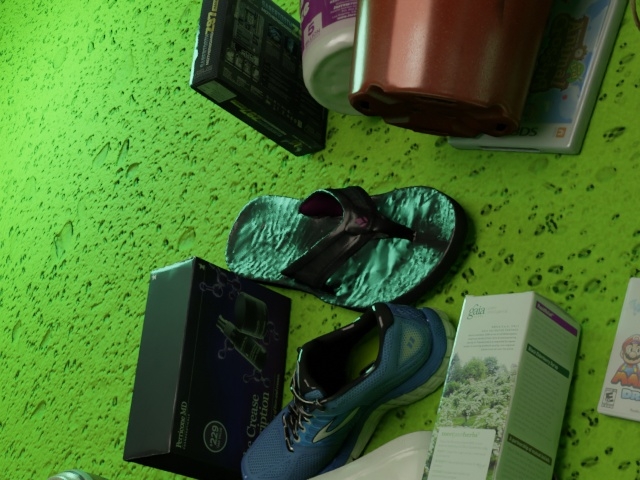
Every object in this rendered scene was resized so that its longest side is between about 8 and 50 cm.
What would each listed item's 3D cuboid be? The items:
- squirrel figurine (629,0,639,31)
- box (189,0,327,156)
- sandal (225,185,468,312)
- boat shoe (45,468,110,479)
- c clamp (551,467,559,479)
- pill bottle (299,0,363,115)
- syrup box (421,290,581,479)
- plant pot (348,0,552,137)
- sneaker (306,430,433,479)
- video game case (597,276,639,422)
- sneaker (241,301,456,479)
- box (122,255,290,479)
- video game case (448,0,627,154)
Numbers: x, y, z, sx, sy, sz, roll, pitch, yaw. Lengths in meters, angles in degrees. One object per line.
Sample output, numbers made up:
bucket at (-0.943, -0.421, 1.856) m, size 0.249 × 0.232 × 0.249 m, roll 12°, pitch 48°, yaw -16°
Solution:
squirrel figurine at (0.435, -0.236, 0.828) m, size 0.397 × 0.281 × 0.370 m, roll 34°, pitch 118°, yaw 40°
box at (-0.079, -0.252, 1.481) m, size 0.059 × 0.233 × 0.183 m, roll -14°, pitch 60°, yaw 37°
sandal at (-0.002, 0.002, 1.353) m, size 0.446 × 0.107 × 0.167 m, roll -1°, pitch 69°, yaw 48°
boat shoe at (-0.330, 0.562, 1.390) m, size 0.187 × 0.156 × 0.500 m, roll 7°, pitch 87°, yaw 45°
c clamp at (0.193, 0.299, 1.041) m, size 0.160 × 0.022 × 0.137 m, roll -49°, pitch 35°, yaw 20°
pill bottle at (0.053, -0.338, 1.430) m, size 0.169 × 0.169 × 0.301 m, roll -29°, pitch 50°, yaw 36°
syrup box at (0.184, 0.176, 1.039) m, size 0.093 × 0.096 × 0.236 m, roll -8°, pitch 57°, yaw 47°
plant pot at (0.152, -0.270, 1.189) m, size 0.272 × 0.272 × 0.265 m, roll 5°, pitch 83°, yaw 50°
sneaker at (0.031, 0.325, 1.138) m, size 0.290 × 0.106 × 0.123 m, roll -37°, pitch 43°, yaw 28°
video game case at (0.348, 0.109, 0.968) m, size 0.157 × 0.019 × 0.143 m, roll 4°, pitch 73°, yaw 50°
sneaker at (0.003, 0.181, 1.218) m, size 0.330 × 0.147 × 0.129 m, roll -48°, pitch 41°, yaw 20°
box at (-0.145, 0.178, 1.358) m, size 0.103 × 0.184 × 0.261 m, roll -20°, pitch 56°, yaw 42°
video game case at (0.260, -0.208, 1.239) m, size 0.193 × 0.023 × 0.212 m, roll 10°, pitch 77°, yaw 50°
